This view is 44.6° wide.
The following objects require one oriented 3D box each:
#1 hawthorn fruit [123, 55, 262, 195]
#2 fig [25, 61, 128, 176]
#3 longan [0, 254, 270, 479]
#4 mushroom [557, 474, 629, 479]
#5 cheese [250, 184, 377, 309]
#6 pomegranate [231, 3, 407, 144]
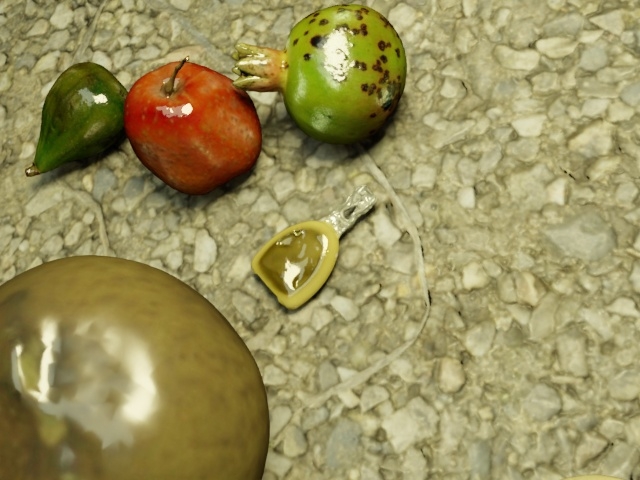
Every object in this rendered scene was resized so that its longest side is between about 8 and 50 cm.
[{"bbox_3d":[-0.162,-0.147,0.916,0.162,0.203,0.163,-8,63,17],"label":"hawthorn fruit"},{"bbox_3d":[-0.325,-0.150,1.037,0.177,0.117,0.117,-50,61,14],"label":"fig"},{"bbox_3d":[-0.202,0.171,0.753,0.318,0.319,0.319,-7,67,17],"label":"longan"},{"bbox_3d":[0.228,0.305,0.607,0.246,0.202,0.246,-13,57,20],"label":"mushroom"},{"bbox_3d":[0.000,0.000,0.896,0.162,0.036,0.086,-43,63,0],"label":"cheese"},{"bbox_3d":[0.002,-0.193,0.892,0.205,0.159,0.159,1,67,-11],"label":"pomegranate"}]
